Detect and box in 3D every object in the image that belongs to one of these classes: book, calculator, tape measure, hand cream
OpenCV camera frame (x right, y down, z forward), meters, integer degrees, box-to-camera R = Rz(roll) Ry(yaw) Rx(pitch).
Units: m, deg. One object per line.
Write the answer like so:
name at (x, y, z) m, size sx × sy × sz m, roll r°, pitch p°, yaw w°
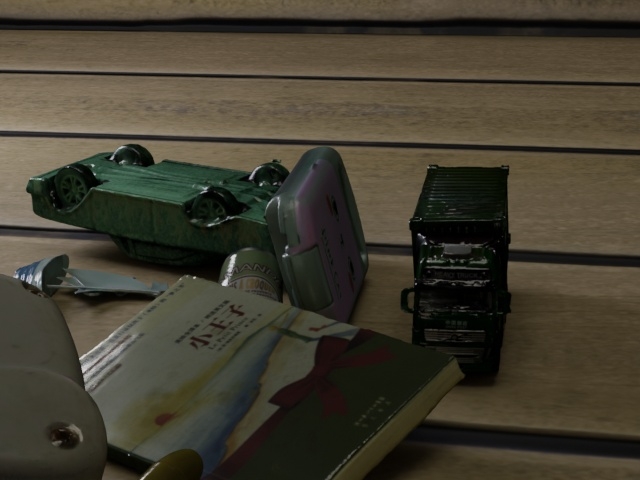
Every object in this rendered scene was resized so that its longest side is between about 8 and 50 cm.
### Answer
book at (-0.062, 0.114, 1.085) m, size 0.289 × 0.026 × 0.201 m, roll 13°, pitch 40°, yaw 38°
calculator at (0.000, 0.000, 1.321) m, size 0.045 × 0.141 × 0.246 m, roll -12°, pitch 15°, yaw 13°
tape measure at (-0.274, 0.109, 0.895) m, size 0.258 × 0.130 × 0.265 m, roll 4°, pitch 34°, yaw -24°
hand cream at (-0.062, 0.077, 1.212) m, size 0.086 × 0.055 × 0.235 m, roll -5°, pitch 30°, yaw 5°

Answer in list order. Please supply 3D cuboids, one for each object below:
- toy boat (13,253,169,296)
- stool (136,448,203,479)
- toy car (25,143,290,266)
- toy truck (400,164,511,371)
toy boat at (-0.227, 0.034, 1.405) m, size 0.149 × 0.034 × 0.105 m, roll -8°, pitch 21°, yaw -18°
stool at (-0.074, 0.187, 0.794) m, size 0.110 × 0.134 × 0.135 m, roll -21°, pitch -19°, yaw -52°
toy car at (-0.145, -0.031, 1.497) m, size 0.320 × 0.097 × 0.141 m, roll 10°, pitch 21°, yaw 29°
toy truck at (0.125, 0.022, 1.268) m, size 0.088 × 0.121 × 0.259 m, roll 0°, pitch 18°, yaw 9°
